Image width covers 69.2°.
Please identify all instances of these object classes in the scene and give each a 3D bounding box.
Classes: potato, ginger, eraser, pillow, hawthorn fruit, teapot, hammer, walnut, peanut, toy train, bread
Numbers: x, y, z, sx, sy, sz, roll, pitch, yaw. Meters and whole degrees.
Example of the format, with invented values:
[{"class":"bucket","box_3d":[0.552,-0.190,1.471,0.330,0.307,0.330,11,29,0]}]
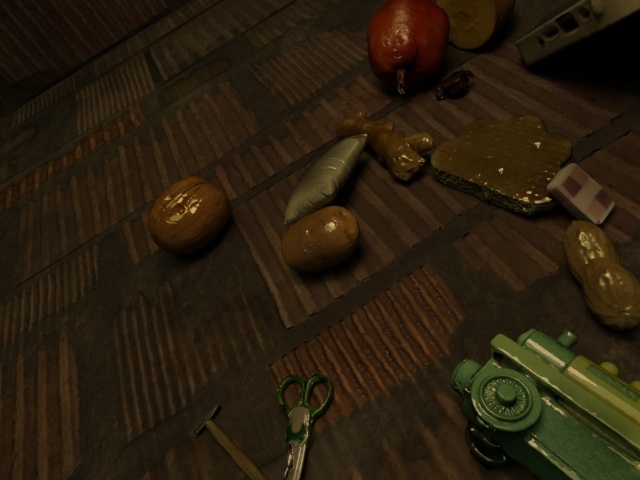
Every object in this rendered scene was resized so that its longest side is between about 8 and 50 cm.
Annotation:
[{"class":"potato","box_3d":[0.424,-0.605,1.200,0.158,0.178,0.203,-26,20,-16]},{"class":"ginger","box_3d":[0.134,-0.231,1.084,0.299,0.065,0.118,36,94,42]},{"class":"eraser","box_3d":[0.448,-0.078,0.800,0.105,0.026,0.065,43,72,2]},{"class":"pillow","box_3d":[0.016,-0.139,1.017,0.144,0.078,0.254,-22,26,41]},{"class":"hawthorn fruit","box_3d":[0.211,-0.475,1.163,0.211,0.211,0.299,1,63,27]},{"class":"teapot","box_3d":[0.327,-0.377,1.130,0.100,0.045,0.068,-34,20,21]},{"class":"potato","box_3d":[0.000,0.000,0.935,0.178,0.109,0.118,-25,29,30]},{"class":"hammer","box_3d":[-0.141,0.357,0.785,0.199,0.013,0.062,27,69,39]},{"class":"walnut","box_3d":[-0.316,-0.059,1.110,0.197,0.165,0.165,-40,47,-19]},{"class":"peanut","box_3d":[0.429,0.047,0.711,0.082,0.082,0.187,-16,49,14]},{"class":"toy train","box_3d":[0.345,0.236,0.565,0.237,0.150,0.369,-37,47,-17]},{"class":"bread","box_3d":[0.373,-0.163,0.925,0.207,0.056,0.286,-45,49,-8]}]

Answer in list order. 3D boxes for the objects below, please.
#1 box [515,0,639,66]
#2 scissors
[{"class":"box","box_3d":[0.623,-0.502,0.921,0.373,0.090,0.367,-29,7,1]},{"class":"scissors","box_3d":[-0.034,0.317,0.756,0.101,0.027,0.204,-11,48,22]}]
